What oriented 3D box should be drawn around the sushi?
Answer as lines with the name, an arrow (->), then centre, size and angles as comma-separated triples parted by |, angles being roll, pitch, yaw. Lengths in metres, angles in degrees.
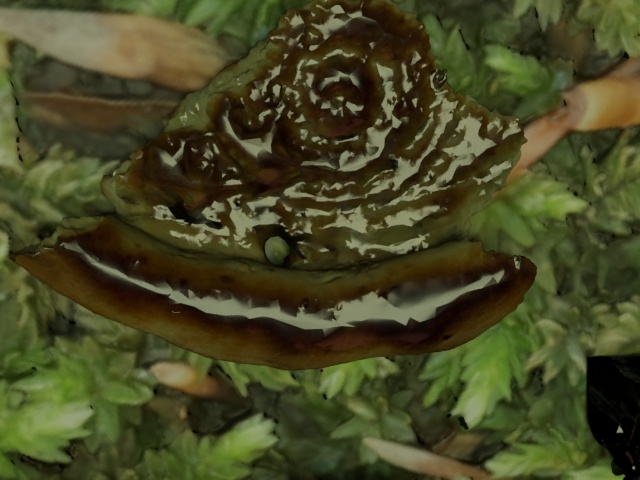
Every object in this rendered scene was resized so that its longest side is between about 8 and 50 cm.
sushi -> 0.216, 0.114, 0.505 | 0.083, 0.056, 0.084 | -8, 103, -13

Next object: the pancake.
pancake -> 0.000, 0.000, 0.448 | 0.257, 0.056, 0.212 | -38, 105, 3
